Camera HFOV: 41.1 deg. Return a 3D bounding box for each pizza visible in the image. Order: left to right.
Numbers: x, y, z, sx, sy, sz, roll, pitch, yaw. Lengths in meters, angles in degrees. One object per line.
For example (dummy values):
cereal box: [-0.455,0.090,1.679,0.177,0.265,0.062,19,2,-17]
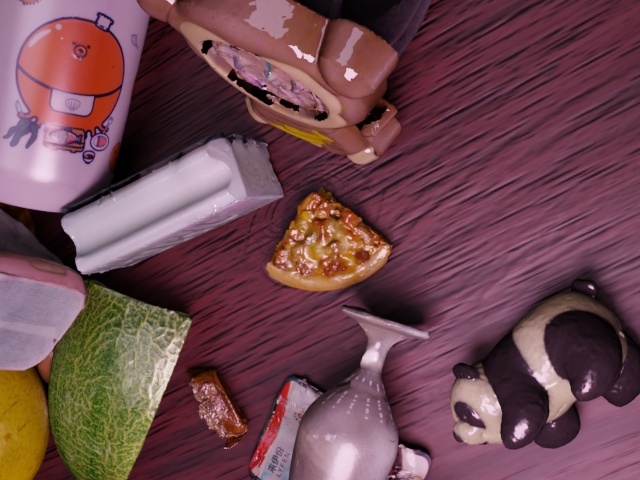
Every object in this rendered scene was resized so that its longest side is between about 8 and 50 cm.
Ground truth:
pizza: [0.000,0.001,1.095,0.175,0.046,0.134,-20,86,19]

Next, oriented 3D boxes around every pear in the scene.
pear: [-0.510,0.247,1.165,0.294,0.294,0.294,1,92,19]

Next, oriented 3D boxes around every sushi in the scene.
sushi: [-0.142,0.222,1.153,0.055,0.052,0.120,-32,84,2]

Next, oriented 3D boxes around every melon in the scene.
melon: [-0.284,0.224,1.164,0.196,0.124,0.323,19,97,25]

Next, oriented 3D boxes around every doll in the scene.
doll: [0.253,0.159,0.973,0.234,0.143,0.135,-44,54,17]

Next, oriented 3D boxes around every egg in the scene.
egg: [-0.374,0.167,1.221,0.071,0.071,0.083,13,110,18]

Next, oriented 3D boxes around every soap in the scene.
soap: [-0.191,-0.041,1.106,0.261,0.150,0.094,-24,81,19]

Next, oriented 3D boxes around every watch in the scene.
watch: [-0.451,0.028,1.081,0.162,0.253,0.241,-51,56,11]
watch: [0.017,-0.306,0.968,0.314,0.335,0.327,25,81,22]

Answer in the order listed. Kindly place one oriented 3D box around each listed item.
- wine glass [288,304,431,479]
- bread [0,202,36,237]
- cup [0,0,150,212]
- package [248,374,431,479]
wine glass: [0.044,0.205,1.024,0.126,0.126,0.241,15,86,18]
bread: [-0.537,-0.018,1.255,0.222,0.096,0.181,-29,86,19]
cup: [-0.354,-0.207,1.127,0.212,0.212,0.317,17,99,18]
package: [0.021,0.295,1.104,0.232,0.040,0.166,28,100,18]
